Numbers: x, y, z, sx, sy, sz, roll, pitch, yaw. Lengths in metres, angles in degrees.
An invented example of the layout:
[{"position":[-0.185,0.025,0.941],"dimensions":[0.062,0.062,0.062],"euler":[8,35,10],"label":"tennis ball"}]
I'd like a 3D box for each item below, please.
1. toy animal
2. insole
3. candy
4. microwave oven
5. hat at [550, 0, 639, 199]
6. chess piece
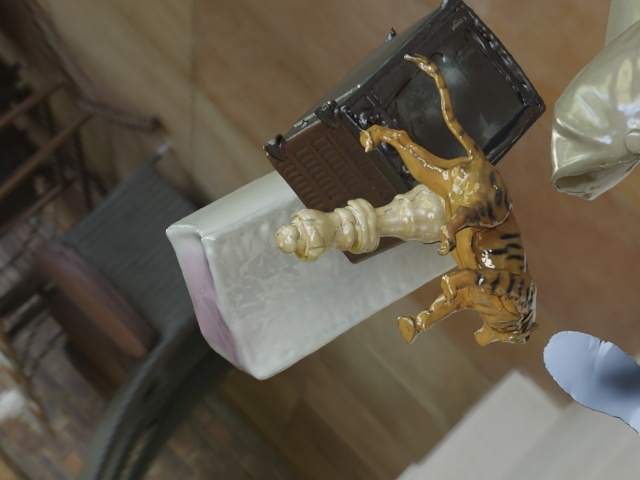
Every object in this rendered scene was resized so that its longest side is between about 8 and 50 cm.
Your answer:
[{"position":[0.117,-0.030,1.111],"dimensions":[0.114,0.116,0.255],"euler":[0,103,64],"label":"toy animal"},{"position":[0.275,0.139,1.232],"dimensions":[0.188,0.064,0.004],"euler":[38,-173,35],"label":"insole"},{"position":[0.000,0.002,1.760],"dimensions":[0.145,0.359,0.208],"euler":[16,132,59],"label":"candy"},{"position":[0.097,-0.125,1.509],"dimensions":[0.178,0.247,0.188],"euler":[49,148,-8],"label":"microwave oven"},{"position":[0.192,-0.120,0.763],"dimensions":[0.166,0.144,0.173],"euler":[-20,75,33],"label":"hat"},{"position":[0.039,-0.014,1.276],"dimensions":[0.060,0.172,0.060],"euler":[33,128,57],"label":"chess piece"}]
